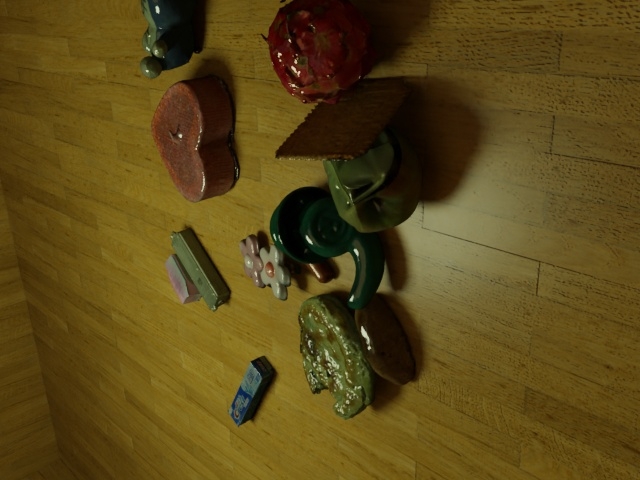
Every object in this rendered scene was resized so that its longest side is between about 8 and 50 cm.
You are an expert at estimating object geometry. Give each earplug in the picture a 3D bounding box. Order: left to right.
[{"bbox_3d":[0.007,-0.001,1.424,0.257,0.164,0.280,50,161,-26],"label":"earplug"}]

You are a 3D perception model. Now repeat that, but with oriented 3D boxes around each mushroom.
[{"bbox_3d":[0.132,0.216,1.400,0.072,0.094,0.210,-27,81,53],"label":"mushroom"}]

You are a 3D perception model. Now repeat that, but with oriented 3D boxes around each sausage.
[{"bbox_3d":[-0.016,0.044,1.527,0.039,0.041,0.131,-46,70,25],"label":"sausage"}]

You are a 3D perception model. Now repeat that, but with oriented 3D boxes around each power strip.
[{"bbox_3d":[-0.353,0.081,1.916,0.272,0.052,0.078,56,139,17],"label":"power strip"}]

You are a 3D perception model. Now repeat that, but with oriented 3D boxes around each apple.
[{"bbox_3d":[0.097,-0.126,1.231,0.207,0.173,0.188,109,153,-44],"label":"apple"}]

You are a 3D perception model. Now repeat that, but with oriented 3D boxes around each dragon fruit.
[{"bbox_3d":[-0.005,-0.362,1.232,0.268,0.210,0.205,-145,40,-63],"label":"dragon fruit"}]

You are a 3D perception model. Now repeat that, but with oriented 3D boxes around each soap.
[{"bbox_3d":[-0.414,0.118,1.997,0.149,0.056,0.100,61,142,11],"label":"soap"}]

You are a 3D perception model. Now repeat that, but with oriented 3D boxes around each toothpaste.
[{"bbox_3d":[-0.203,0.441,1.897,0.066,0.053,0.272,48,136,24],"label":"toothpaste"}]

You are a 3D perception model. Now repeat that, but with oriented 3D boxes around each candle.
[{"bbox_3d":[-0.347,-0.273,1.702,0.287,0.131,0.317,29,125,41],"label":"candle"}]

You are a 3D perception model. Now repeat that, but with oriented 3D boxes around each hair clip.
[{"bbox_3d":[-0.135,0.061,1.652,0.257,0.075,0.146,16,122,49],"label":"hair clip"}]

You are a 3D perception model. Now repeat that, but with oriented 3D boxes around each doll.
[{"bbox_3d":[-0.374,-0.545,1.584,0.228,0.153,0.259,-99,7,-50],"label":"doll"}]

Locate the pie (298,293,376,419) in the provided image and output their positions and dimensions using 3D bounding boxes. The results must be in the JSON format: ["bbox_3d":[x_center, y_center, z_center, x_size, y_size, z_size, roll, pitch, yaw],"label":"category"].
[{"bbox_3d":[0.029,0.268,1.532,0.302,0.066,0.303,36,135,48],"label":"pie"}]

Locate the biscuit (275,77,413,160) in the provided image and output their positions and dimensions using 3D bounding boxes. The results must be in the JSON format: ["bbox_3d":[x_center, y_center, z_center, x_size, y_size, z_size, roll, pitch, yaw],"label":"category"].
[{"bbox_3d":[0.046,-0.227,1.220,0.236,0.232,0.013,9,143,45],"label":"biscuit"}]
